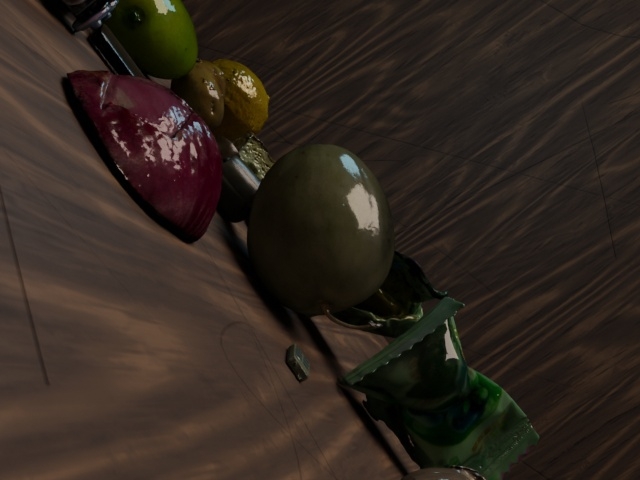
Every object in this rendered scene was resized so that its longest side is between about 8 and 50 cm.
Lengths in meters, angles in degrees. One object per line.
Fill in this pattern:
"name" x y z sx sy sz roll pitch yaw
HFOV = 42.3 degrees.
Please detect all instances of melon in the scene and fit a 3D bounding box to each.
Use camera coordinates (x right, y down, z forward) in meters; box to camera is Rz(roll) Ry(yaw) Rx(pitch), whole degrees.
"melon" 0.001 -0.014 1.412 0.272 0.271 0.308 53 42 -35

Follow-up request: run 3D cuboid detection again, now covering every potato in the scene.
"potato" -0.267 -0.318 1.813 0.137 0.137 0.176 53 19 -37

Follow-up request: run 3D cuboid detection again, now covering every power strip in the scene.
"power strip" -0.032 0.177 1.204 0.040 0.016 0.090 56 3 -5

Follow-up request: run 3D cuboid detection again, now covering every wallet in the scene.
"wallet" -0.323 -0.278 1.425 0.198 0.031 0.110 54 4 -23

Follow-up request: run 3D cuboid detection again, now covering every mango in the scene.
"mango" -0.329 -0.414 1.623 0.192 0.156 0.343 61 2 8

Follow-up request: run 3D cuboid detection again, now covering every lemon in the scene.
"lemon" -0.227 -0.338 2.024 0.231 0.192 0.192 43 11 -39

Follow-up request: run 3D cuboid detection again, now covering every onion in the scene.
"onion" -0.204 -0.135 1.054 0.250 0.111 0.247 59 2 23

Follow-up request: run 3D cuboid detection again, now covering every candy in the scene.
"candy" 0.238 0.322 1.545 0.398 0.263 0.172 54 -7 -15

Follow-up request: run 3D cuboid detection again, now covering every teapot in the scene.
"teapot" -0.205 -0.152 1.635 0.076 0.068 0.121 34 -30 29

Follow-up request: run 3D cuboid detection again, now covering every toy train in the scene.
"toy train" -0.335 -0.437 1.321 0.131 0.202 0.300 53 5 -24

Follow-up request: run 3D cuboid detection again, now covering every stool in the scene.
"stool" -0.154 -0.094 1.501 0.110 0.096 0.096 50 4 -5

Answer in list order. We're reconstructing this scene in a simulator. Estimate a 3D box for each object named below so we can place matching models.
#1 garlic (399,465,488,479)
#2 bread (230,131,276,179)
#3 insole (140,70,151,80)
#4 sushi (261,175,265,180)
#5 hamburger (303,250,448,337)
"garlic" 0.171 0.375 1.013 0.228 0.152 0.228 60 5 -8
"bread" -0.142 -0.126 1.907 0.088 0.128 0.232 -3 -49 52
"insole" -0.365 -0.344 1.704 0.322 0.007 0.109 58 3 25
"sushi" -0.052 -0.018 1.790 0.274 0.139 0.184 49 6 -8
"hamburger" 0.083 0.113 1.587 0.260 0.150 0.276 29 -31 -3
